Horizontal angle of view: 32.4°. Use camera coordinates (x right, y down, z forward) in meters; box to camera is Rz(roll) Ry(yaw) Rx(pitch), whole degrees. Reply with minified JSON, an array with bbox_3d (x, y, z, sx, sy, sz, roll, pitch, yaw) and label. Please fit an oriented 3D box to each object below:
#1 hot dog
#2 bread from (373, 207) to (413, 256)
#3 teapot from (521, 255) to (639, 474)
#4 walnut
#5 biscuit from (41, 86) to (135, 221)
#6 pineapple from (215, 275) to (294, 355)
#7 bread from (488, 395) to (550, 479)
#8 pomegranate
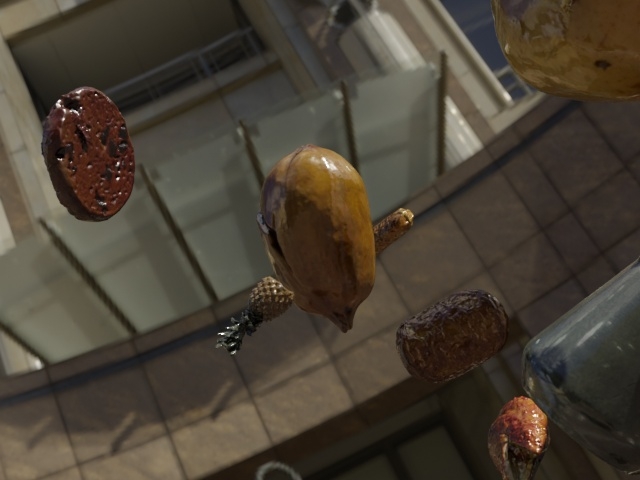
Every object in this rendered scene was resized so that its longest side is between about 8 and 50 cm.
[{"bbox_3d":[0.167,0.120,1.400,0.147,0.099,0.065,-29,-18,-3],"label":"hot dog"},{"bbox_3d":[0.121,-0.011,2.090,0.044,0.052,0.157,36,-41,-13],"label":"bread"},{"bbox_3d":[0.473,0.139,1.485,0.344,0.300,0.253,-54,-11,12],"label":"teapot"},{"bbox_3d":[0.000,0.000,1.936,0.209,0.336,0.209,-14,-5,-1],"label":"walnut"},{"bbox_3d":[-0.327,-0.122,1.565,0.049,0.192,0.192,-1,-22,27],"label":"biscuit"},{"bbox_3d":[-0.090,0.108,1.482,0.124,0.058,0.058,-52,-30,-13],"label":"pineapple"},{"bbox_3d":[0.323,0.333,1.812,0.269,0.095,0.139,-27,-46,-76],"label":"bread"},{"bbox_3d":[0.348,-0.327,1.373,0.342,0.342,0.342,-20,-33,-14],"label":"pomegranate"}]
